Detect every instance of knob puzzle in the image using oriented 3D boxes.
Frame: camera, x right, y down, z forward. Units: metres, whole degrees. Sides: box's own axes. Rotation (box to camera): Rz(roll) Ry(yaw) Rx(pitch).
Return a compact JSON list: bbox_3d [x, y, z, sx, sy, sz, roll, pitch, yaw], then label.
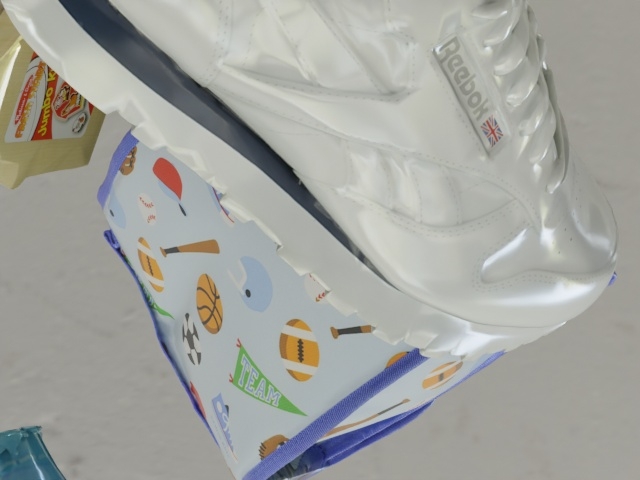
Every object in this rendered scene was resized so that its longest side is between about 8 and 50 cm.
[{"bbox_3d":[-0.190,-0.127,1.295,0.030,0.213,0.213,26,-124,19],"label":"knob puzzle"}]

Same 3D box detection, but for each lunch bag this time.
[{"bbox_3d":[0.000,0.000,1.614,0.239,0.385,0.327,-10,-113,-51],"label":"lunch bag"}]

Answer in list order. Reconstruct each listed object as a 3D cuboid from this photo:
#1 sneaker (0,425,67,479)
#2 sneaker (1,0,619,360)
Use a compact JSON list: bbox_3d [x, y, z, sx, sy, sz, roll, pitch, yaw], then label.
[{"bbox_3d":[-0.010,0.145,0.319,0.319,0.127,0.208,14,-109,-4],"label":"sneaker"},{"bbox_3d":[0.023,-0.044,0.505,0.235,0.095,0.090,33,-145,-43],"label":"sneaker"}]
